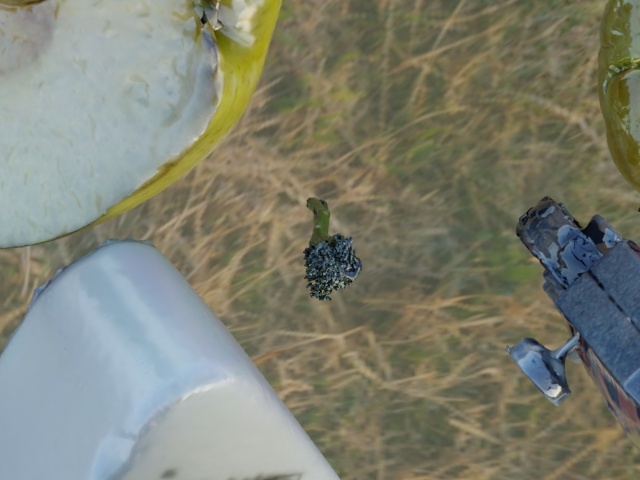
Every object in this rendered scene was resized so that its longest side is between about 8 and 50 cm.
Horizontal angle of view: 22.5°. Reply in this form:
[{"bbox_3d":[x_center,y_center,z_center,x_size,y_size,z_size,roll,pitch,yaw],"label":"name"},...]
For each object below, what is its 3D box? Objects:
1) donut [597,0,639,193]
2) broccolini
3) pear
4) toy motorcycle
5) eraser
[{"bbox_3d":[0.334,-0.131,1.347,0.208,0.128,0.261,-3,91,3],"label":"donut"},{"bbox_3d":[0.000,0.001,1.251,0.044,0.218,0.042,-19,103,-1],"label":"broccolini"},{"bbox_3d":[-0.198,-0.173,1.145,0.386,0.191,0.340,12,101,22],"label":"pear"},{"bbox_3d":[0.192,0.081,0.800,0.108,0.307,0.173,-43,116,9],"label":"toy motorcycle"},{"bbox_3d":[-0.127,0.151,1.108,0.331,0.331,0.150,-31,52,-14],"label":"eraser"}]
